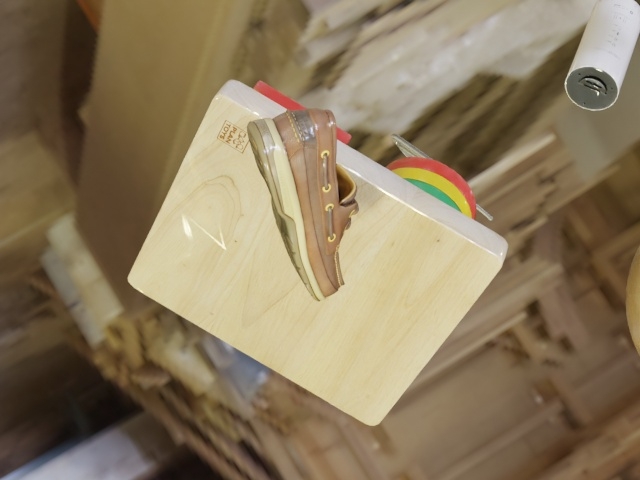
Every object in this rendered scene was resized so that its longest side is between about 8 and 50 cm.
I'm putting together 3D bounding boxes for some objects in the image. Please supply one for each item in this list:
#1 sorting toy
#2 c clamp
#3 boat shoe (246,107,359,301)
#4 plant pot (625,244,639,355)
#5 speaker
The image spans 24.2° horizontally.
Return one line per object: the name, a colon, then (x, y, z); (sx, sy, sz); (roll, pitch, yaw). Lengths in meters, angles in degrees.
sorting toy: (0.000, 0.000, 1.252); (0.257, 0.255, 0.089); (-58, -178, 46)
c clamp: (0.166, -0.095, 2.159); (0.022, 0.161, 0.137); (-48, 136, 0)
boat shoe: (-0.001, -0.022, 1.027); (0.060, 0.064, 0.178); (-21, 140, -4)
plant pot: (0.398, 0.039, 1.333); (0.237, 0.237, 0.254); (-32, 167, 3)
speaker: (0.290, -0.193, 1.521); (0.055, 0.055, 0.136); (-40, -163, 44)
